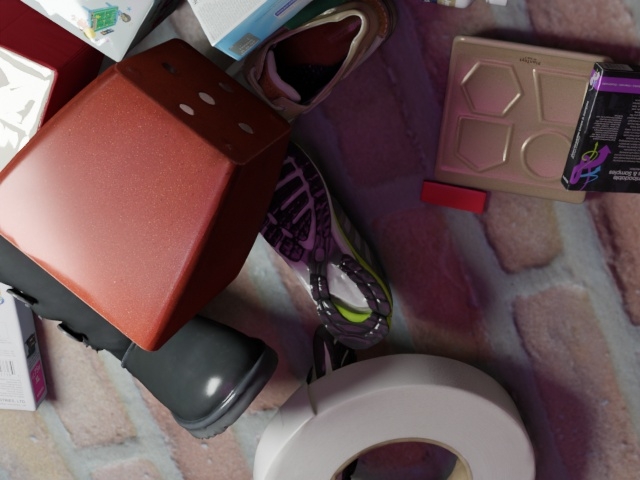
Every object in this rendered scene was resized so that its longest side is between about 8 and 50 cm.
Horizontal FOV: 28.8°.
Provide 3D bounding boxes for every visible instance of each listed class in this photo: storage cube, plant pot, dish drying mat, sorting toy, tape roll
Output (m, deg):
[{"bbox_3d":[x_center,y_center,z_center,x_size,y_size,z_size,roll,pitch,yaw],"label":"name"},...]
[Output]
[{"bbox_3d":[-0.397,-0.207,1.559,0.183,0.193,0.215,26,121,-2],"label":"storage cube"},{"bbox_3d":[-0.187,-0.078,1.458,0.267,0.267,0.236,39,117,3],"label":"plant pot"},{"bbox_3d":[0.172,-0.057,1.614,0.083,0.008,0.032,11,120,6],"label":"dish drying mat"},{"bbox_3d":[0.247,-0.149,1.537,0.193,0.038,0.208,10,123,8],"label":"sorting toy"},{"bbox_3d":[0.101,0.324,1.718,0.392,0.072,0.392,-5,125,-7],"label":"tape roll"}]

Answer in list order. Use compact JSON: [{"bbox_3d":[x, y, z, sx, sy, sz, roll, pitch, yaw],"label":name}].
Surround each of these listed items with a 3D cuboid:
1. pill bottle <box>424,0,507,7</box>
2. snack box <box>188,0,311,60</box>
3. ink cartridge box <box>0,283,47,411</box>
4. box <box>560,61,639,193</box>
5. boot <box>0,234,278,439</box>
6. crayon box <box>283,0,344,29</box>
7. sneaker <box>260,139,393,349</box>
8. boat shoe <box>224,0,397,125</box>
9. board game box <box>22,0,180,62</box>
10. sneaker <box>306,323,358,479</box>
[{"bbox_3d":[0.138,-0.320,1.435,0.169,0.094,0.094,13,119,6],"label":"pill bottle"},{"bbox_3d":[-0.100,-0.377,1.360,0.187,0.060,0.322,-36,65,18],"label":"snack box"},{"bbox_3d":[-0.516,0.104,1.823,0.185,0.065,0.311,2,120,11],"label":"ink cartridge box"},{"bbox_3d":[0.363,-0.132,1.497,0.116,0.029,0.162,2,120,-15],"label":"box"},{"bbox_3d":[-0.295,0.057,1.586,0.445,0.146,0.367,42,162,-16],"label":"boot"},{"bbox_3d":[0.054,-0.396,1.361,0.323,0.083,0.203,-25,69,24],"label":"crayon box"},{"bbox_3d":[0.000,0.000,1.627,0.111,0.121,0.300,-28,89,12],"label":"sneaker"},{"bbox_3d":[-0.045,-0.203,1.522,0.302,0.103,0.113,-39,93,24],"label":"boat shoe"},{"bbox_3d":[-0.308,-0.352,1.446,0.303,0.224,0.097,32,117,-5],"label":"board game box"},{"bbox_3d":[-0.005,0.239,1.759,0.108,0.100,0.272,9,119,14],"label":"sneaker"}]
